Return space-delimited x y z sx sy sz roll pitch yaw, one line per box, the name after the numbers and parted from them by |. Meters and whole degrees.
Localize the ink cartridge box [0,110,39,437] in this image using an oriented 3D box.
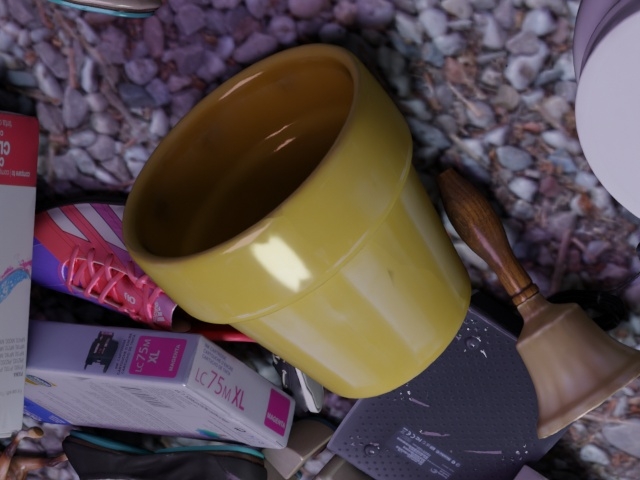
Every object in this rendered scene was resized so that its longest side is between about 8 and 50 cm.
-0.393 0.026 1.847 0.226 0.131 0.306 2 88 19 | ink cartridge box

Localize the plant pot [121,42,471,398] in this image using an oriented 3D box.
0.000 0.000 1.697 0.254 0.254 0.239 -21 127 33 | plant pot

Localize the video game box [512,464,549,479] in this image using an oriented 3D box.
0.204 0.344 1.901 0.187 0.205 0.048 38 177 -30 | video game box

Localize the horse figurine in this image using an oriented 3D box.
-0.383 0.217 2.140 0.263 0.066 0.174 38 125 -13 | horse figurine

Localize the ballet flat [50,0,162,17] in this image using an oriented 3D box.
-0.253 -0.249 1.710 0.248 0.086 0.086 11 130 15 | ballet flat

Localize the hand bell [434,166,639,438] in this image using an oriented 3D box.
0.175 0.040 1.740 0.126 0.126 0.242 -37 87 39 | hand bell

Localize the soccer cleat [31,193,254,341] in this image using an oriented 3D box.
-0.161 0.035 1.867 0.318 0.116 0.108 8 129 16 | soccer cleat

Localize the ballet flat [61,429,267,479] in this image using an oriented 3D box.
-0.173 0.247 2.004 0.280 0.096 0.095 0 164 45 | ballet flat

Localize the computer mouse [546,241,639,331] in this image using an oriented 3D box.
0.280 0.034 1.740 0.071 0.041 0.242 42 131 -14 | computer mouse

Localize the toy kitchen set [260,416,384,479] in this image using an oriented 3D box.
0.024 0.285 2.019 0.207 0.122 0.166 47 132 9 | toy kitchen set

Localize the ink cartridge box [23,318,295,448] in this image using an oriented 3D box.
-0.202 0.137 1.933 0.311 0.065 0.186 0 156 31 | ink cartridge box

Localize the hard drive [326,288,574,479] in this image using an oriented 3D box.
0.134 0.159 1.889 0.172 0.054 0.254 33 131 -6 | hard drive

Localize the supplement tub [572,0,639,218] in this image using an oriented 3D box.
0.307 -0.168 1.376 0.235 0.325 0.235 11 130 14 | supplement tub

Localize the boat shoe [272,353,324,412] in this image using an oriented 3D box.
-0.028 0.119 1.932 0.038 0.046 0.125 -2 134 17 | boat shoe
